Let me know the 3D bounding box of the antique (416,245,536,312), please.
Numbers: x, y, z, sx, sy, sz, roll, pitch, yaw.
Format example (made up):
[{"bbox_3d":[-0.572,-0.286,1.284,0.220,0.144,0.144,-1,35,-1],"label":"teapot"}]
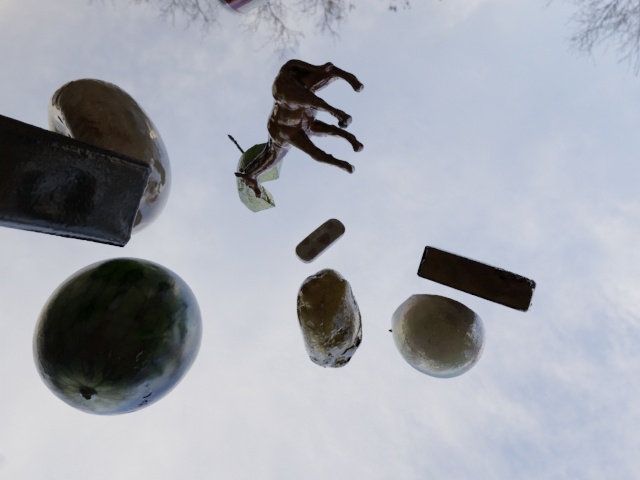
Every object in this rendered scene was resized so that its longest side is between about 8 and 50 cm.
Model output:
[{"bbox_3d":[0.430,0.103,1.344,0.309,0.087,0.094,19,-84,27],"label":"antique"}]

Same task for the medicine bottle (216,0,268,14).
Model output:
[{"bbox_3d":[-0.113,-0.586,1.033,0.250,0.131,0.131,-12,-122,28],"label":"medicine bottle"}]

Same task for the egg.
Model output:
[{"bbox_3d":[0.330,0.240,1.292,0.270,0.162,0.206,9,-131,-2],"label":"egg"}]

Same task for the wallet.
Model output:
[{"bbox_3d":[-0.442,-0.092,0.813,0.044,0.321,0.171,15,-90,35],"label":"wallet"}]

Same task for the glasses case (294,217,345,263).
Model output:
[{"bbox_3d":[0.000,0.000,1.337,0.164,0.041,0.063,-39,-105,-22],"label":"glasses case"}]

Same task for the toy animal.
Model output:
[{"bbox_3d":[-0.041,-0.136,0.669,0.229,0.224,0.066,21,-138,32],"label":"toy animal"}]

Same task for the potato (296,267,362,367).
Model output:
[{"bbox_3d":[0.015,0.118,0.720,0.079,0.171,0.107,3,-149,30],"label":"potato"}]

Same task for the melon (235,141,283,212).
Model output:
[{"bbox_3d":[-0.152,-0.148,1.197,0.117,0.210,0.064,4,-128,-1],"label":"melon"}]

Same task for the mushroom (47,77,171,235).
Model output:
[{"bbox_3d":[-0.510,-0.172,1.096,0.294,0.362,0.362,-28,-132,-33],"label":"mushroom"}]

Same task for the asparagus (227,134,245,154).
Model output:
[{"bbox_3d":[-0.260,-0.296,1.568,0.014,0.114,0.015,-36,-169,12],"label":"asparagus"}]

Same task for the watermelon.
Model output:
[{"bbox_3d":[-0.429,0.203,1.064,0.363,0.363,0.364,-10,-121,17],"label":"watermelon"}]
